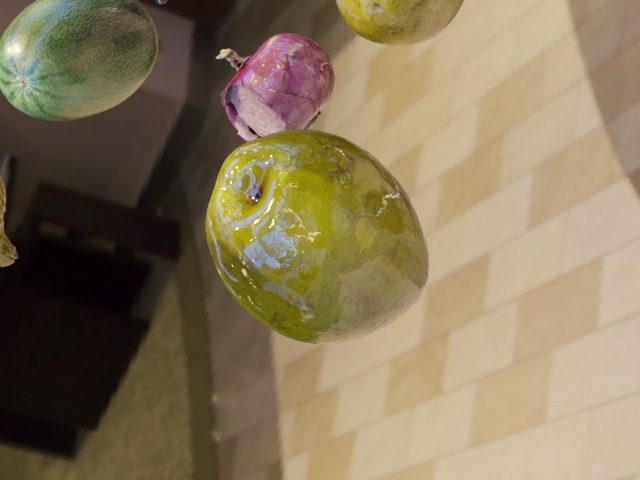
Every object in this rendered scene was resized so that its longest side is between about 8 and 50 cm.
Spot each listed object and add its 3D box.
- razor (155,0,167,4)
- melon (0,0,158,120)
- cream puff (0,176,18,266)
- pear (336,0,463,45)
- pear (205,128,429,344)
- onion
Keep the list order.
[{"bbox_3d":[-0.250,-0.431,2.030,0.066,0.033,0.190,16,120,64],"label":"razor"},{"bbox_3d":[-0.339,-0.270,2.032,0.288,0.182,0.182,-31,-21,-50],"label":"melon"},{"bbox_3d":[-0.444,0.024,1.529,0.282,0.185,0.282,-24,37,20],"label":"cream puff"},{"bbox_3d":[0.120,-0.384,2.058,0.197,0.197,0.197,-162,90,-71],"label":"pear"},{"bbox_3d":[0.000,0.000,1.735,0.253,0.307,0.253,-14,60,25],"label":"pear"},{"bbox_3d":[-0.062,-0.257,2.381,0.207,0.201,0.200,87,-176,-53],"label":"onion"}]
